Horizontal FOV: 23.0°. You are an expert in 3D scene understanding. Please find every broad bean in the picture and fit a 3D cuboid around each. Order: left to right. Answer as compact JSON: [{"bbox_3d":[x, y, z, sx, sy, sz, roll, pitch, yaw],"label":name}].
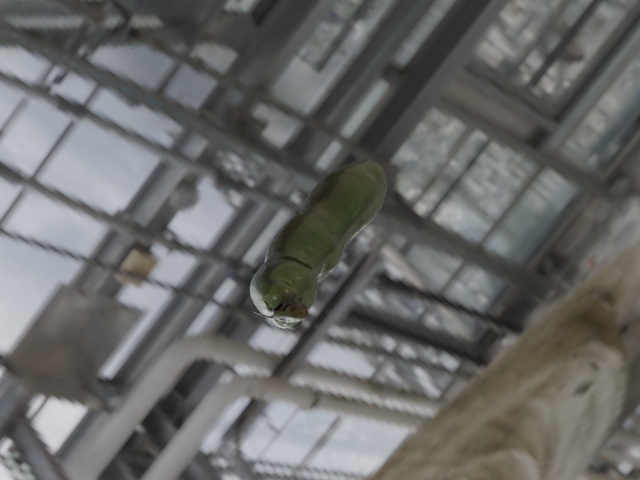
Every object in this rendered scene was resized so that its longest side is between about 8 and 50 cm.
[{"bbox_3d":[-0.004,0.002,1.099,0.046,0.065,0.254,58,-152,-14],"label":"broad bean"}]
